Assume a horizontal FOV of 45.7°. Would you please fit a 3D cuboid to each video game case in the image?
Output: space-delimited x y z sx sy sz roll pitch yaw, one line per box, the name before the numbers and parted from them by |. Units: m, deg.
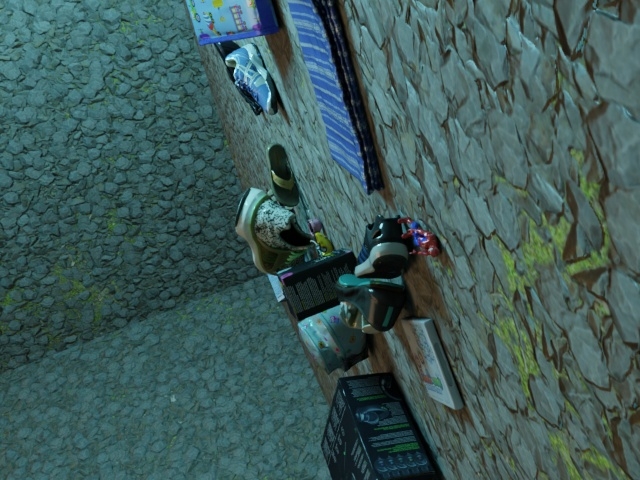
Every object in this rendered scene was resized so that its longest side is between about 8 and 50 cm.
video game case | 0.176 0.193 1.222 0.157 0.019 0.143 149 101 -82

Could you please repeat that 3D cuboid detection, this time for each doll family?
doll family | -0.116 -0.078 2.330 0.111 0.076 0.193 94 160 -81

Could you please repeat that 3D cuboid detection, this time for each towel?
towel | 0.007 -0.251 1.180 0.243 0.040 0.336 -126 18 -65

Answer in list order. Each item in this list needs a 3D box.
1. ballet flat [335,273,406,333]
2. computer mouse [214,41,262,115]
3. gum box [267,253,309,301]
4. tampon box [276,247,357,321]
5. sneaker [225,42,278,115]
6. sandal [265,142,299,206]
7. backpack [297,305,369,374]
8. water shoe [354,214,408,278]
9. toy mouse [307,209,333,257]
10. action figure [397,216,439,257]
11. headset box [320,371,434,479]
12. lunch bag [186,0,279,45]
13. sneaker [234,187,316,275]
ballet flat | 0.077 0.114 1.356 0.280 0.095 0.096 180 100 -82
computer mouse | -0.232 -0.488 2.129 0.184 0.060 0.262 55 176 46
gum box | -0.093 0.094 2.332 0.041 0.157 0.184 -39 65 38
tampon box | 0.000 0.092 1.639 0.120 0.161 0.101 -166 55 -80
sneaker | -0.161 -0.378 1.825 0.080 0.081 0.211 88 159 -61
sandal | -0.098 -0.173 2.020 0.049 0.072 0.180 3 110 58
backpack | 0.029 0.214 1.790 0.166 0.144 0.188 54 160 26
water shoe | 0.099 0.012 1.182 0.203 0.073 0.080 124 147 -75
toy mouse | 0.000 0.000 1.871 0.143 0.031 0.161 175 75 -81
action figure | 0.132 -0.001 1.011 0.115 0.030 0.038 -136 31 -67
headset box | 0.116 0.473 1.633 0.283 0.131 0.246 -114 27 -47
lunch bag | -0.176 -0.512 1.503 0.293 0.138 0.220 30 138 63
sneaker | -0.095 0.011 2.110 0.182 0.158 0.410 20 164 24
